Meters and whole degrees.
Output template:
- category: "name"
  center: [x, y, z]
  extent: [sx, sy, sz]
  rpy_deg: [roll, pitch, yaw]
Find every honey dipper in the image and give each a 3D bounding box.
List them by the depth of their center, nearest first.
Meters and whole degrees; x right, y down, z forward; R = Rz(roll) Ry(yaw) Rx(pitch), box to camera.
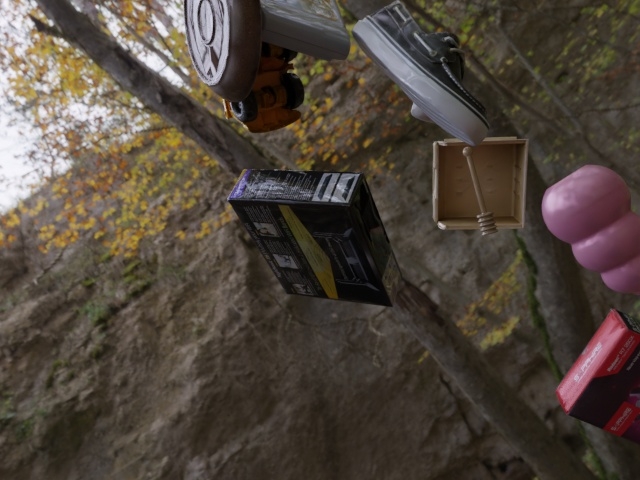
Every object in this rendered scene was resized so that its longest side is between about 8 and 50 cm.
- category: "honey dipper"
  center: [0.280, -0.089, 1.114]
  extent: [0.030, 0.161, 0.030]
  rpy_deg: [-16, -2, -1]

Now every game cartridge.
- category: "game cartridge"
  center: [-0.059, -0.462, 1.223]
  extent: [0.198, 0.297, 0.062]
  rpy_deg: [14, -49, -25]

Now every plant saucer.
- category: "plant saucer"
  center: [-0.198, -0.416, 1.182]
  extent: [0.050, 0.311, 0.311]
  rpy_deg: [-11, -36, -28]

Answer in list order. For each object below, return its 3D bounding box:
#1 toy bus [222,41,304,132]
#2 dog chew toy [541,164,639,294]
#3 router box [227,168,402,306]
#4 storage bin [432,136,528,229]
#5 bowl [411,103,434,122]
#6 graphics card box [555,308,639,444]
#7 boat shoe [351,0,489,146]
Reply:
- category: "toy bus"
  center: [-0.152, -0.360, 1.332]
  extent: [0.149, 0.211, 0.220]
  rpy_deg: [-22, -59, -28]
- category: "dog chew toy"
  center: [0.693, -0.017, 1.521]
  extent: [0.206, 0.332, 0.206]
  rpy_deg: [-32, -7, -5]
- category: "router box"
  center: [0.000, 0.000, 1.181]
  extent: [0.081, 0.243, 0.309]
  rpy_deg: [-68, -31, -32]
- category: "storage bin"
  center: [0.475, -0.175, 1.882]
  extent: [0.123, 0.260, 0.262]
  rpy_deg: [-74, -17, -75]
- category: "bowl"
  center: [0.329, -0.393, 1.733]
  extent: [0.142, 0.053, 0.142]
  rpy_deg: [5, -68, -43]
- category: "graphics card box"
  center: [0.716, 0.319, 1.285]
  extent: [0.094, 0.371, 0.233]
  rpy_deg: [-73, 7, -68]
- category: "boat shoe"
  center: [0.175, -0.291, 1.013]
  extent: [0.119, 0.335, 0.121]
  rpy_deg: [-42, -31, 10]
